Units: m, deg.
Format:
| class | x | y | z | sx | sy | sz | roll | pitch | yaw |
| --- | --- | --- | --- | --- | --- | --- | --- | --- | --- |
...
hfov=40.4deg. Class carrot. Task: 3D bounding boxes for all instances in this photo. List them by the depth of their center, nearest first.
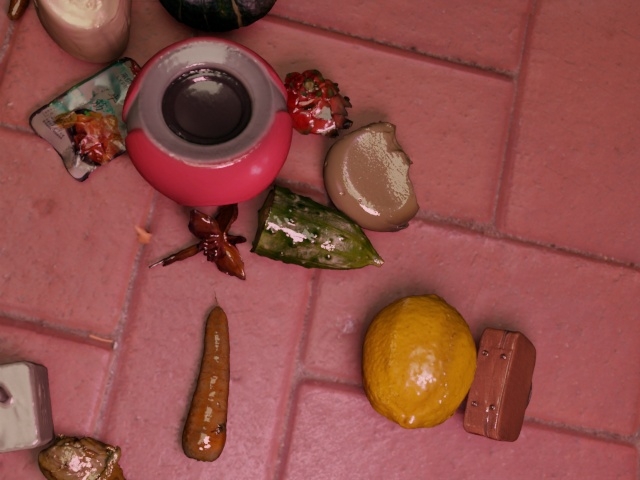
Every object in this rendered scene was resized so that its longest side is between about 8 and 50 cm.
| class | x | y | z | sx | sy | sz | roll | pitch | yaw |
| --- | --- | --- | --- | --- | --- | --- | --- | --- | --- |
| carrot | -0.190 | 0.236 | 1.529 | 0.078 | 0.078 | 0.298 | 7 | 75 | -7 |

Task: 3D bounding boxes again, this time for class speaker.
| class | x | y | z | sx | sy | sz | roll | pitch | yaw |
| --- | --- | --- | --- | --- | --- | --- | --- | --- | --- |
| speaker | -0.194 | -0.208 | 1.502 | 0.294 | 0.294 | 0.295 | 1 | 80 | -8 |

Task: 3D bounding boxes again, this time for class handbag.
| class | x | y | z | sx | sy | sz | roll | pitch | yaw |
| --- | --- | --- | --- | --- | --- | --- | --- | --- | --- |
| handbag | 0.326 | 0.265 | 1.564 | 0.072 | 0.151 | 0.194 | 5 | 72 | 32 |

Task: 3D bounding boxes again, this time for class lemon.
| class | x | y | z | sx | sy | sz | roll | pitch | yaw |
| --- | --- | --- | --- | --- | --- | --- | --- | --- | --- |
| lemon | 0.170 | 0.208 | 1.516 | 0.204 | 0.204 | 0.260 | 19 | 59 | -5 |

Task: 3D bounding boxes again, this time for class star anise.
| class | x | y | z | sx | sy | sz | roll | pitch | yaw |
| --- | --- | --- | --- | --- | --- | --- | --- | --- | --- |
| star anise | -0.215 | 0.006 | 1.576 | 0.140 | 0.144 | 0.159 | -8 | 87 | -55 |

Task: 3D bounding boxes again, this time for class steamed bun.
| class | x | y | z | sx | sy | sz | roll | pitch | yaw |
| --- | --- | --- | --- | --- | --- | --- | --- | --- | --- |
| steamed bun | -0.422 | -0.434 | 1.528 | 0.170 | 0.225 | 0.200 | 8 | 81 | -7 |

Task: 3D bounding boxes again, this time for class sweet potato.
| class | x | y | z | sx | sy | sz | roll | pitch | yaw |
| --- | --- | --- | --- | --- | --- | --- | --- | --- | --- |
| sweet potato | -0.542 | -0.536 | 1.617 | 0.057 | 0.057 | 0.265 | 18 | 82 | -5 |

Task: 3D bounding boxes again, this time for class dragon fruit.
| class | x | y | z | sx | sy | sz | roll | pitch | yaw |
| --- | --- | --- | --- | --- | --- | --- | --- | --- | --- |
| dragon fruit | -0.013 | -0.255 | 1.616 | 0.142 | 0.121 | 0.130 | 36 | 83 | -26 |

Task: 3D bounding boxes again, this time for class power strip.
| class | x | y | z | sx | sy | sz | roll | pitch | yaw |
| --- | --- | --- | --- | --- | --- | --- | --- | --- | --- |
| power strip | -0.515 | 0.270 | 1.390 | 0.139 | 0.224 | 0.140 | -7 | 82 | -10 |

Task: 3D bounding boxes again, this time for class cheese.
| class | x | y | z | sx | sy | sz | roll | pitch | yaw |
| --- | --- | --- | --- | --- | --- | --- | --- | --- | --- |
| cheese | 0.099 | -0.106 | 1.619 | 0.175 | 0.091 | 0.203 | -26 | 86 | -13 |

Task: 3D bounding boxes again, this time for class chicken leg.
| class | x | y | z | sx | sy | sz | roll | pitch | yaw |
| --- | --- | --- | --- | --- | --- | --- | --- | --- | --- |
| chicken leg | -0.364 | 0.399 | 1.463 | 0.227 | 0.088 | 0.103 | 29 | 59 | -4 |

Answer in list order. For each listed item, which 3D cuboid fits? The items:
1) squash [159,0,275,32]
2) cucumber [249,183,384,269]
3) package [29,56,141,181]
| class | x | y | z | sx | sy | sz | roll | pitch | yaw |
| --- | --- | --- | --- | --- | --- | --- | --- | --- | --- |
| squash | -0.191 | -0.511 | 1.607 | 0.252 | 0.165 | 0.252 | 1 | 79 | -6 |
| cucumber | 0.001 | -0.003 | 1.570 | 0.244 | 0.134 | 0.134 | 21 | 78 | -7 |
| package | -0.399 | -0.224 | 1.591 | 0.232 | 0.040 | 0.166 | -34 | 86 | -14 |
